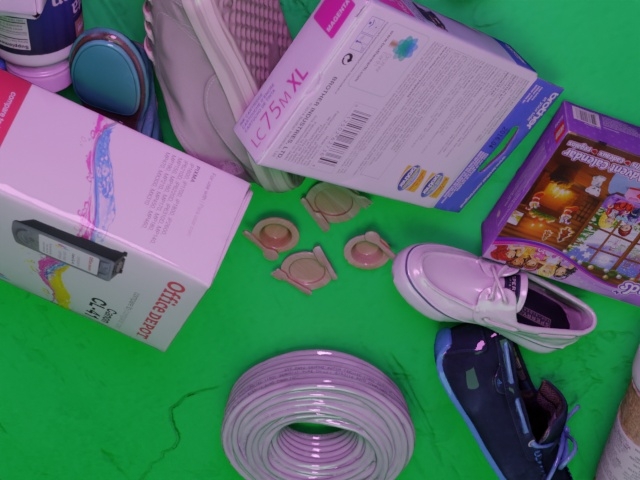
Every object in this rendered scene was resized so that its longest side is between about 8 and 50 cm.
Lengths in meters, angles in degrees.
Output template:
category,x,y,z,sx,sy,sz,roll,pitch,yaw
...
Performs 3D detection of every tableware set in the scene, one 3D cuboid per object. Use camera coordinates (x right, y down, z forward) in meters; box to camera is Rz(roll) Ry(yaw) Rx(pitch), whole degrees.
category,x,y,z,sx,sy,sz,roll,pitch,yaw
tableware set,0.000,0.000,1.470,0.168,0.020,0.141,-26,127,25

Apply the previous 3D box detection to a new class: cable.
category,x,y,z,sx,sy,sz,roll,pitch,yaw
cable,-0.001,0.250,1.664,0.257,0.089,0.257,34,126,-25

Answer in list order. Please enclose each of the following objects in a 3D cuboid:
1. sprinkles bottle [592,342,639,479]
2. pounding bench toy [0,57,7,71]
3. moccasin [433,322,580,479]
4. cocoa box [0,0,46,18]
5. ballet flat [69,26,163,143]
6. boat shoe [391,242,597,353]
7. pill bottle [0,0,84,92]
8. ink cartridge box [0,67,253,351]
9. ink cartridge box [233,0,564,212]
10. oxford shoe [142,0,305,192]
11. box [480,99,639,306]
category,x,y,z,sx,sy,sz,roll,pitch,yaw
sprinkles bottle,0.429,0.260,1.621,0.121,0.121,0.355,5,134,-1
pounding bench toy,-0.328,-0.159,1.317,0.065,0.052,0.083,-28,126,27
moccasin,0.262,0.233,1.597,0.116,0.138,0.342,-24,129,18
cocoa box,-0.376,-0.352,1.014,0.347,0.228,0.231,6,134,-2
ballet flat,-0.202,-0.152,1.285,0.083,0.087,0.247,15,147,6
boat shoe,0.205,0.057,1.454,0.258,0.095,0.084,17,155,-27
pill bottle,-0.278,-0.228,1.218,0.094,0.094,0.169,4,135,0
ink cartridge box,-0.252,-0.029,1.284,0.306,0.131,0.226,26,152,-8
ink cartridge box,0.084,-0.130,1.226,0.311,0.065,0.186,13,123,-44
oxford shoe,-0.112,-0.221,1.179,0.130,0.169,0.449,5,138,19
box,0.352,-0.022,1.399,0.293,0.057,0.201,17,133,-12
